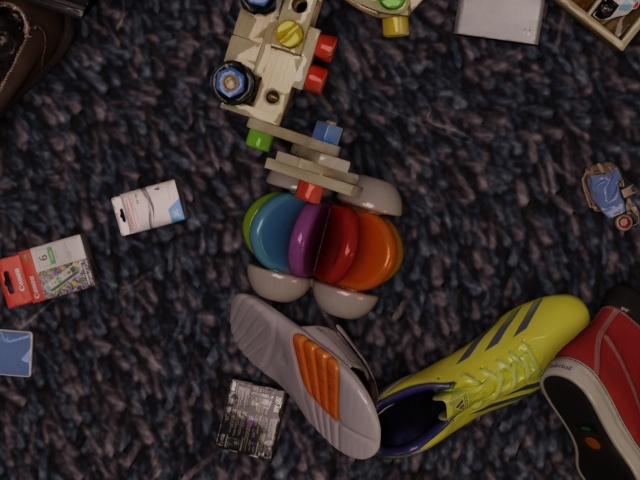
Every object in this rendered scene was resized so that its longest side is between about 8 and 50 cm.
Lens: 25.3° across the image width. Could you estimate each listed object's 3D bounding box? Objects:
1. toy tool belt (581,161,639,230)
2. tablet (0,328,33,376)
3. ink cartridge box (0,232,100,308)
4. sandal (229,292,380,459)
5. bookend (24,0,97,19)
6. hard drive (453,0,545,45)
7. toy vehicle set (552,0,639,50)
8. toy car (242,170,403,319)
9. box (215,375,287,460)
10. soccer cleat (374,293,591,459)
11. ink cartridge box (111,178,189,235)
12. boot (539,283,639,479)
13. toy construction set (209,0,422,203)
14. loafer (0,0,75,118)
[{"bbox_3d":[0.318,-0.047,1.558,0.052,0.051,0.083,-25,91,7],"label":"toy tool belt"},{"bbox_3d":[-0.376,0.130,1.664,0.083,0.006,0.054,4,95,6],"label":"tablet"},{"bbox_3d":[-0.317,0.037,1.640,0.115,0.029,0.063,-16,93,6],"label":"ink cartridge box"},{"bbox_3d":[-0.001,0.128,1.552,0.265,0.076,0.102,41,135,40],"label":"sandal"},{"bbox_3d":[-0.249,-0.344,1.513,0.072,0.157,0.156,18,132,4],"label":"bookend"},{"bbox_3d":[0.202,-0.287,1.567,0.094,0.022,0.135,9,95,5],"label":"hard drive"},{"bbox_3d":[0.338,-0.359,1.527,0.166,0.035,0.267,37,94,-3],"label":"toy vehicle set"},{"bbox_3d":[0.000,0.000,1.551,0.182,0.136,0.159,14,96,5],"label":"toy car"},{"bbox_3d":[-0.078,0.203,1.632,0.067,0.018,0.083,13,95,5],"label":"box"},{"bbox_3d":[0.169,0.155,1.552,0.289,0.121,0.093,-30,91,7],"label":"soccer cleat"},{"bbox_3d":[-0.196,-0.036,1.623,0.083,0.028,0.048,-16,92,7],"label":"ink cartridge box"},{"bbox_3d":[0.344,0.175,1.557,0.176,0.088,0.244,-46,124,-31],"label":"boot"},{"bbox_3d":[0.004,-0.200,1.533,0.215,0.151,0.328,18,80,3],"label":"toy construction set"},{"bbox_3d":[-0.430,-0.149,1.588,0.134,0.130,0.366,39,97,2],"label":"loafer"}]
